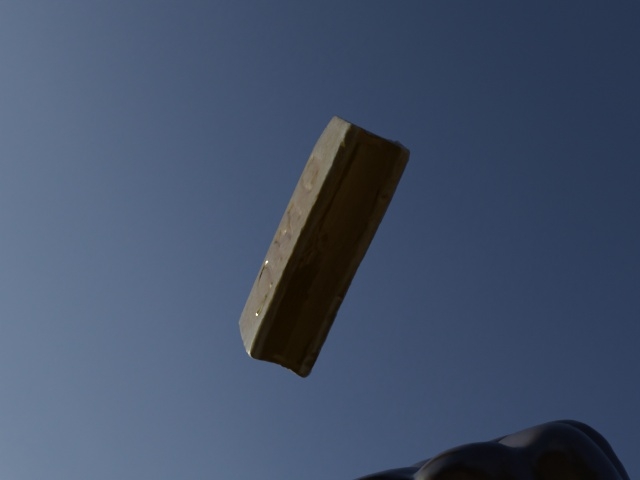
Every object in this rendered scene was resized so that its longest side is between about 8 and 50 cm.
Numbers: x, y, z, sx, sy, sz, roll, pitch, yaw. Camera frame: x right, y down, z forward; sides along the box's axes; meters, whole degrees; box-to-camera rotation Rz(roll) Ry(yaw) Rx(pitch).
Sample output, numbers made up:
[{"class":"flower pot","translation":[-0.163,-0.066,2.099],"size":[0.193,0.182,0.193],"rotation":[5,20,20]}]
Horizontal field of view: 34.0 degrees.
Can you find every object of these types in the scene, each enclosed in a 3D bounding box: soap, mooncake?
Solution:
[{"class":"soap","translation":[0.000,0.000,0.993],"size":[0.073,0.140,0.232],"rotation":[22,-82,-14]},{"class":"mooncake","translation":[0.120,0.245,0.843],"size":[0.306,0.306,0.154],"rotation":[-26,-107,31]}]
